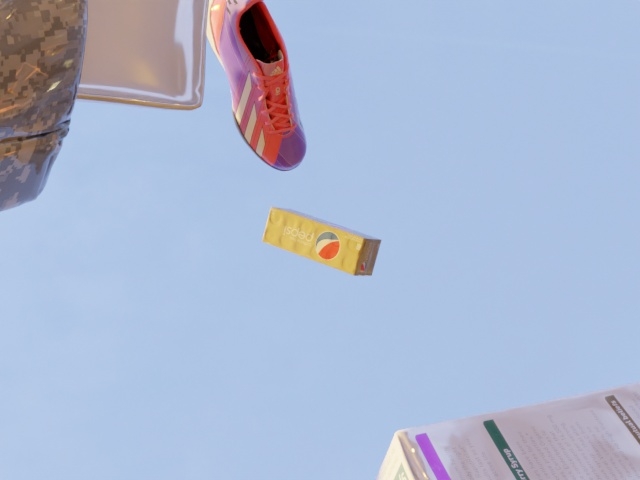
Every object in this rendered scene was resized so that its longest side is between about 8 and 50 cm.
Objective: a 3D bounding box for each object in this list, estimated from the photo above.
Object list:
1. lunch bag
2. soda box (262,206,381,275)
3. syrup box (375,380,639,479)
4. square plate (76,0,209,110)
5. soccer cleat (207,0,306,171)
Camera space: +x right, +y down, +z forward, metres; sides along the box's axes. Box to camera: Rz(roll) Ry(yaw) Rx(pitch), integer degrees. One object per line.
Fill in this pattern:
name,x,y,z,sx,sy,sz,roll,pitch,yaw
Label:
lunch bag,-0.365,-0.159,0.815,0.212,0.305,0.256,43,-57,16
soda box,0.000,0.000,1.435,0.058,0.181,0.061,3,-76,-59
syrup box,0.153,0.160,0.569,0.236,0.096,0.093,-5,-46,-23
square plate,-0.322,-0.311,1.237,0.347,0.344,0.049,3,-32,-6
soccer cleat,-0.087,-0.245,1.452,0.108,0.116,0.318,-33,-61,-24
